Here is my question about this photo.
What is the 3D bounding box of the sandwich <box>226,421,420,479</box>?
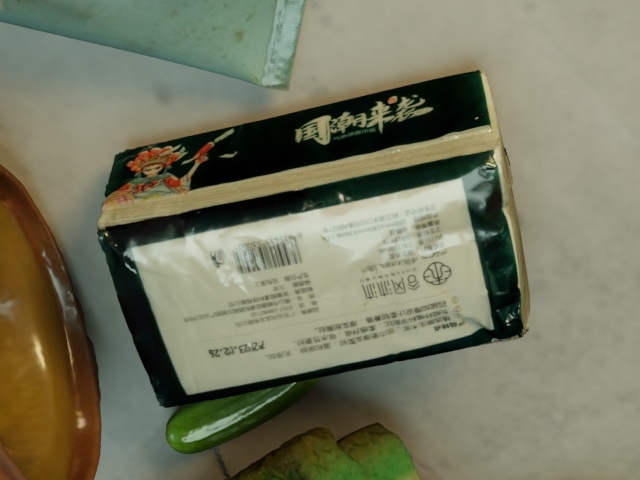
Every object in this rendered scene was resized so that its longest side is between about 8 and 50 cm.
[{"bbox_3d":[0.004,0.216,0.655,0.212,0.109,0.292,16,114,30],"label":"sandwich"}]

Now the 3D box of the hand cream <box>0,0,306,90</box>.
[{"bbox_3d":[-0.153,-0.131,0.527,0.312,0.070,0.111,8,117,-7],"label":"hand cream"}]

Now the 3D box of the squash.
[{"bbox_3d":[-0.037,0.081,0.665,0.089,0.027,0.027,-25,116,11],"label":"squash"}]

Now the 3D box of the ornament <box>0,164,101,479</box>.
[{"bbox_3d":[-0.224,0.062,0.562,0.218,0.221,0.235,-15,92,6],"label":"ornament"}]

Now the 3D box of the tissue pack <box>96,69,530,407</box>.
[{"bbox_3d":[0.001,0.000,0.581,0.170,0.090,0.103,-10,119,10],"label":"tissue pack"}]
